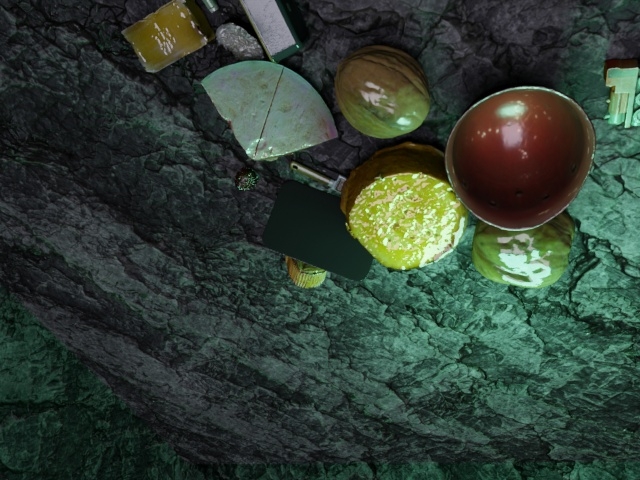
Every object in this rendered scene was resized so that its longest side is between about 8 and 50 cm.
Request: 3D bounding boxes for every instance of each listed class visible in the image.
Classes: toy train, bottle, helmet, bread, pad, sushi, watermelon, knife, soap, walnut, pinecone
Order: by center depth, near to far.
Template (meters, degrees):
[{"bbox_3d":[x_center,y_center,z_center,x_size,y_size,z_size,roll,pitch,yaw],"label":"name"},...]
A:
[{"bbox_3d":[0.759,-0.361,1.205,0.118,0.074,0.176,4,135,25],"label":"toy train"},{"bbox_3d":[0.156,-0.381,1.259,0.261,0.225,0.225,28,131,-9],"label":"walnut"},{"bbox_3d":[0.499,-0.247,1.261,0.337,0.230,0.385,-10,125,22],"label":"helmet"},{"bbox_3d":[-0.303,-0.648,1.294,0.030,0.030,0.083,-19,122,28],"label":"bottle"},{"bbox_3d":[-0.206,-0.538,1.326,0.150,0.078,0.090,33,124,-11],"label":"sushi"},{"bbox_3d":[-0.422,-0.573,1.362,0.233,0.076,0.135,-14,122,27],"label":"soap"},{"bbox_3d":[-0.165,-0.357,1.393,0.222,0.319,0.292,3,121,62],"label":"watermelon"},{"bbox_3d":[0.587,0.007,1.430,0.277,0.282,0.253,5,90,6],"label":"walnut"},{"bbox_3d":[0.262,-0.094,1.465,0.398,0.215,0.398,3,123,5],"label":"bread"},{"bbox_3d":[0.060,-0.182,1.578,0.343,0.027,0.061,26,127,-6],"label":"knife"},{"bbox_3d":[-0.249,-0.202,1.624,0.077,0.077,0.083,39,155,-17],"label":"pinecone"},{"bbox_3d":[0.000,0.001,1.643,0.375,0.315,0.063,22,175,-1],"label":"pad"},{"bbox_3d":[-0.051,0.079,1.720,0.132,0.190,0.114,-3,138,-17],"label":"bread"}]

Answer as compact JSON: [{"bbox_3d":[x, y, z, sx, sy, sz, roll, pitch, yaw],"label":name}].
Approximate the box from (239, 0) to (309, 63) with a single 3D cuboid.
[{"bbox_3d":[-0.113,-0.570,1.231,0.090,0.144,0.201,-17,121,23],"label":"box"}]
